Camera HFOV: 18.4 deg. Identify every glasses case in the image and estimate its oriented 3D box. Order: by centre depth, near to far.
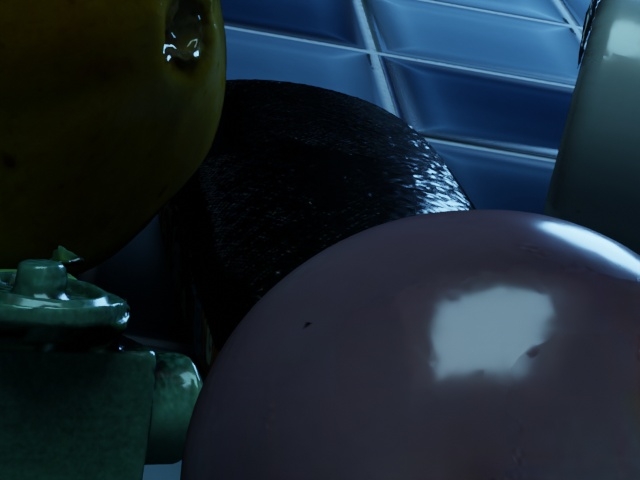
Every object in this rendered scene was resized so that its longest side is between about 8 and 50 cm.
[{"bbox_3d":[0.000,0.000,0.833,0.122,0.082,0.321,8,20,-13],"label":"glasses case"}]

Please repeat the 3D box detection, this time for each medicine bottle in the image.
[{"bbox_3d":[0.245,-0.030,0.960,0.258,0.143,0.143,14,21,9],"label":"medicine bottle"}]

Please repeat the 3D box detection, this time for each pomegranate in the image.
[{"bbox_3d":[-0.141,-0.080,0.774,0.233,0.233,0.233,10,21,-4],"label":"pomegranate"}]

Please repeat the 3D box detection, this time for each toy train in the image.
[{"bbox_3d":[-0.170,0.045,0.624,0.253,0.105,0.157,1,9,-26],"label":"toy train"}]

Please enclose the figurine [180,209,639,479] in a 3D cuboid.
[{"bbox_3d":[0.041,0.072,0.558,0.173,0.173,0.173,10,21,-4],"label":"figurine"}]
